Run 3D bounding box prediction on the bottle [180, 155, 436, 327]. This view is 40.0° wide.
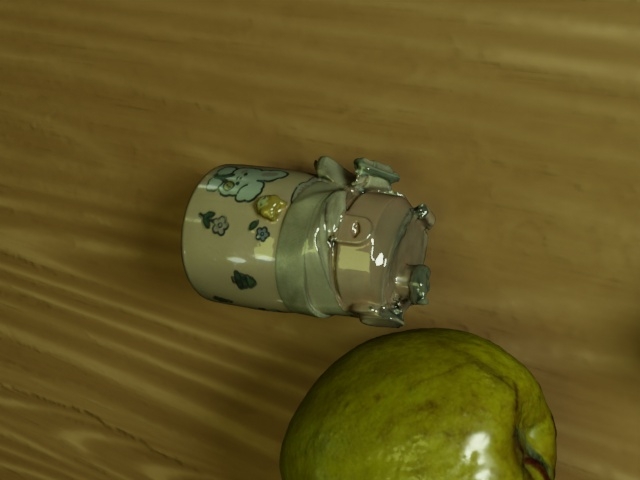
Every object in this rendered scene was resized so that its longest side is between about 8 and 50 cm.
[{"bbox_3d":[0.000,0.001,0.532,0.152,0.099,0.099,6,108,29],"label":"bottle"}]

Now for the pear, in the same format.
[{"bbox_3d":[0.058,0.124,0.493,0.162,0.149,0.149,-29,87,48],"label":"pear"}]
